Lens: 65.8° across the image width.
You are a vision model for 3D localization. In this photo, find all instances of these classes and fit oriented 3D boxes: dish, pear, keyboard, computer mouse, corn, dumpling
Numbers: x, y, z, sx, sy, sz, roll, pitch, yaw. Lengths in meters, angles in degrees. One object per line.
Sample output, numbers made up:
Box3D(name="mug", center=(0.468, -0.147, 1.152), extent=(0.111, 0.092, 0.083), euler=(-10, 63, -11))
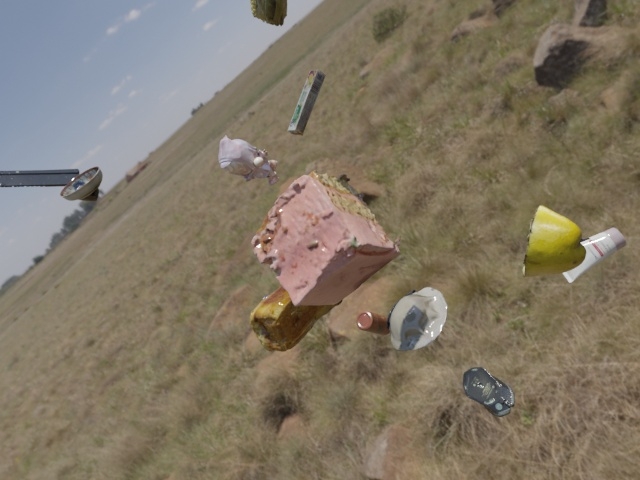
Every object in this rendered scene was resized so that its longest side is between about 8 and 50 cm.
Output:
Box3D(name="dish", center=(-0.713, -0.154, 1.522), extent=(0.141, 0.078, 0.141), euler=(-21, 36, 16))
Box3D(name="pear", center=(0.760, 0.024, 1.598), extent=(0.178, 0.267, 0.267), euler=(18, 54, 29))
Box3D(name="keyboard", center=(-0.883, -0.193, 1.556), extent=(0.072, 0.231, 0.023), euler=(65, 148, 35))
Box3D(name="computer mouse", center=(0.522, 0.468, 1.539), extent=(0.192, 0.062, 0.105), euler=(34, 94, 51))
Box3D(name="corn", center=(-0.131, -0.731, 1.297), extent=(0.122, 0.305, 0.123), euler=(-10, 37, -17))
Box3D(name="dumpling", center=(0.363, 0.291, 1.896), extent=(0.293, 0.163, 0.204), euler=(-53, 3, -16))

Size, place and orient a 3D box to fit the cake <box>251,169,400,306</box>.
Box3D(name="cake", center=(0.000, 0.000, 1.437), extent=(0.314, 0.306, 0.293), euler=(-45, -24, 24))

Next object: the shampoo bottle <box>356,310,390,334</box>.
Box3D(name="shampoo bottle", center=(0.248, 0.350, 2.062), extent=(0.085, 0.244, 0.085), euler=(-16, 65, 37))

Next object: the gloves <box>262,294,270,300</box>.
Box3D(name="gloves", center=(-0.223, 0.261, 2.020), extent=(0.064, 0.026, 0.086), euler=(21, 79, 52))

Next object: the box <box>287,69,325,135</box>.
Box3D(name="box", center=(-0.044, -0.427, 1.535), extent=(0.050, 0.041, 0.207), euler=(18, 87, 52))

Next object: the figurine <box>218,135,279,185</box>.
Box3D(name="figurine", center=(-0.271, -0.299, 1.887), extent=(0.200, 0.276, 0.133), euler=(-5, 74, 43))

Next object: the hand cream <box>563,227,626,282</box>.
Box3D(name="hand cream", center=(1.001, 0.043, 1.854), extent=(0.248, 0.083, 0.133), euler=(-31, 59, 6))

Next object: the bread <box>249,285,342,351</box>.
Box3D(name="bread", center=(-0.078, 0.223, 1.693), extent=(0.149, 0.195, 0.344), euler=(-3, 27, 47))
